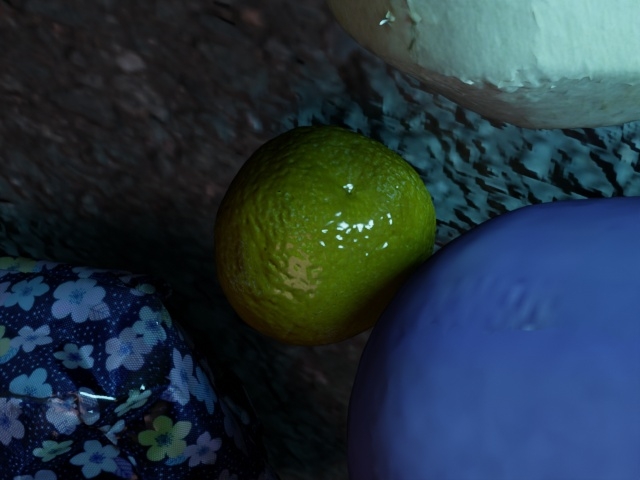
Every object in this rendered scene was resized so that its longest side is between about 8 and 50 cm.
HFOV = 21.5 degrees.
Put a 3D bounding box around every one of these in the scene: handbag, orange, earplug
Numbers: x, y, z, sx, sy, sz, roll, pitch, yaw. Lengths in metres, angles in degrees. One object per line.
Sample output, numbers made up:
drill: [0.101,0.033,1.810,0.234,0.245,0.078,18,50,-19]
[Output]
handbag: [-0.115,0.098,0.806,0.229,0.127,0.208,1,139,33]
orange: [0.000,0.000,0.657,0.085,0.085,0.095,32,149,-1]
earplug: [0.211,0.077,0.513,0.456,0.215,0.215,3,134,37]

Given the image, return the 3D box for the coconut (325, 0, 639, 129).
coconut: [0.065,-0.122,0.421,0.161,0.161,0.162,15,137,20]
